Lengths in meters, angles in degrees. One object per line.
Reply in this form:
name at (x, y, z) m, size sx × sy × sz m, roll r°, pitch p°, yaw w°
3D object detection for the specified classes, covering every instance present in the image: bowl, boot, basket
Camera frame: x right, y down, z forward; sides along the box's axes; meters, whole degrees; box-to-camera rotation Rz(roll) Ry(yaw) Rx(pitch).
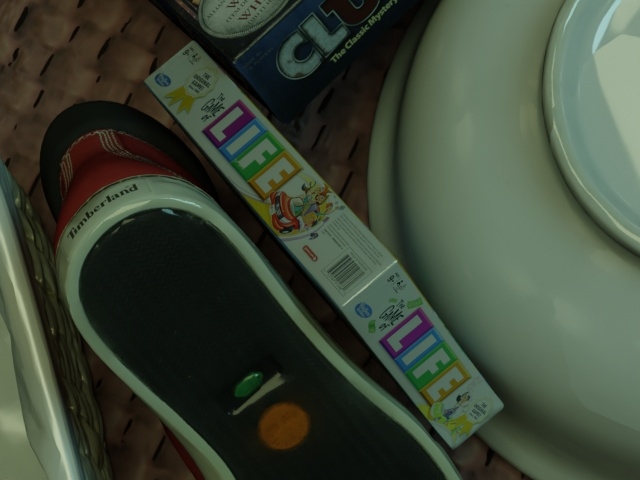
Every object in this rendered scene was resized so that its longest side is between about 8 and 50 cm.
bowl at (0.157, -0.039, 0.741) m, size 0.297 × 0.134 × 0.298 m, roll -2°, pitch 77°, yaw 9°
boot at (-0.023, 0.056, 0.775) m, size 0.088 × 0.176 × 0.244 m, roll -34°, pitch 111°, yaw -1°
basket at (-0.151, 0.058, 0.783) m, size 0.113 × 0.103 × 0.167 m, roll -18°, pitch 75°, yaw 4°

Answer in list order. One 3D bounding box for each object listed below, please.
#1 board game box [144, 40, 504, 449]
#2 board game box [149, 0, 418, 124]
board game box at (0.000, 0.000, 0.742) m, size 0.026 × 0.103 × 0.154 m, roll -40°, pitch 48°, yaw -2°
board game box at (0.026, -0.174, 0.802) m, size 0.243 × 0.042 × 0.165 m, roll -43°, pitch 42°, yaw -3°
